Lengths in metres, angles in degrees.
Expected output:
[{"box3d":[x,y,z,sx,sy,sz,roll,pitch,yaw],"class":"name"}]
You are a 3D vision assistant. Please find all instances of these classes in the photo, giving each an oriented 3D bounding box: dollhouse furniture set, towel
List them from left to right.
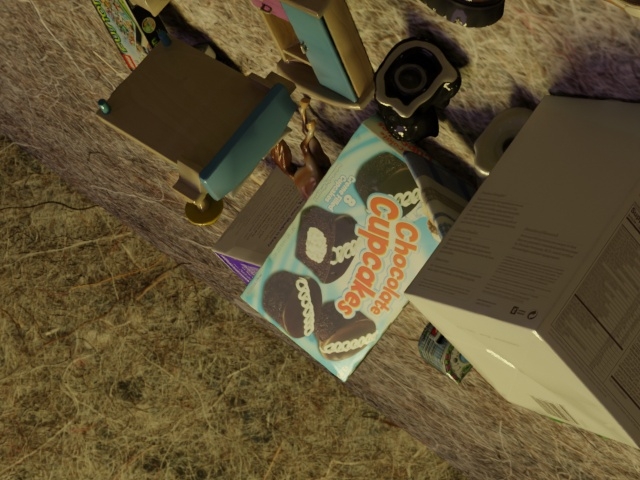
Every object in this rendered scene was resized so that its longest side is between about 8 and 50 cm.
[{"box3d":[-0.127,-0.170,1.620,0.286,0.303,0.198,29,163,29],"class":"dollhouse furniture set"},{"box3d":[0.200,0.024,1.588,0.209,0.034,0.285,29,-155,-33],"class":"towel"}]

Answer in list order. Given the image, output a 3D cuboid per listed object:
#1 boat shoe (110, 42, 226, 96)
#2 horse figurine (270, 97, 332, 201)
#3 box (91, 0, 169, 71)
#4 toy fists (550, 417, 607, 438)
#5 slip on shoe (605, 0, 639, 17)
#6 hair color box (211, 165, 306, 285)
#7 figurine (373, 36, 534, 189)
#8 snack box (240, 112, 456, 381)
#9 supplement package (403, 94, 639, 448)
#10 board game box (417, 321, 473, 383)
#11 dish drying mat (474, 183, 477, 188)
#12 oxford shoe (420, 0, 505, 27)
[{"box3d":[-0.220,-0.219,2.069,0.091,0.114,0.302,49,163,-21],"class":"boat shoe"},{"box3d":[0.024,-0.086,1.895,0.263,0.066,0.174,27,136,28],"class":"horse figurine"},{"box3d":[-0.272,-0.324,1.927,0.114,0.036,0.207,17,142,53],"class":"box"},{"box3d":[0.324,0.190,1.925,0.142,0.096,0.279,30,-172,-8],"class":"toy fists"},{"box3d":[0.250,-0.213,1.112,0.135,0.051,0.041,31,154,46],"class":"slip on shoe"},{"box3d":[0.000,0.000,2.084,0.110,0.185,0.339,45,164,-29],"class":"hair color box"},{"box3d":[0.159,-0.119,1.567,0.215,0.092,0.209,35,174,7],"class":"figurine"},{"box3d":[0.052,0.014,1.825,0.187,0.322,0.060,39,-150,6],"class":"snack box"},{"box3d":[0.265,0.023,1.364,0.198,0.263,0.199,45,163,-31],"class":"supplement package"},{"box3d":[0.203,0.083,1.767,0.060,0.194,0.194,39,177,-9],"class":"board game box"},{"box3d":[0.231,-0.048,1.739,0.083,0.008,0.032,26,165,33],"class":"dish drying mat"},{"box3d":[0.080,-0.288,1.256,0.227,0.083,0.096,33,143,24],"class":"oxford shoe"}]
